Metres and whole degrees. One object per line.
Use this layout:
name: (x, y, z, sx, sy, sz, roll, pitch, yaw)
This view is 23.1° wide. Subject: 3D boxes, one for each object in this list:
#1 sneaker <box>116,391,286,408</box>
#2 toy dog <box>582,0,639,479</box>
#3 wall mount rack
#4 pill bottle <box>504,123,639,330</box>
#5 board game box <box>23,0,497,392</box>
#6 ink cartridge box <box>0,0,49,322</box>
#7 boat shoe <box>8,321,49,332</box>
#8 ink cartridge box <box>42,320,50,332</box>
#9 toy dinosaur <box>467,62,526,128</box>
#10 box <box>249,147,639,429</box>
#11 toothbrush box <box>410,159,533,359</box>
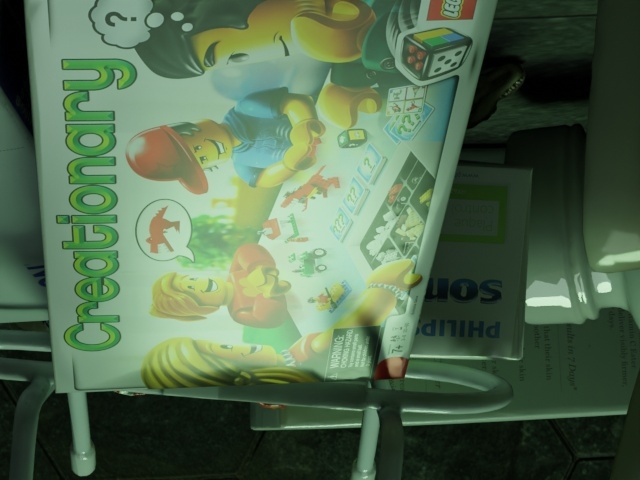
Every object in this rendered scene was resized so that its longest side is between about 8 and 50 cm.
sneaker: (-0.070, 0.073, 1.084, 0.175, 0.064, 0.067, 8, -155, -9)
toy dog: (0.318, 0.022, 0.591, 0.408, 0.395, 0.284, 3, 167, 22)
wall mount rack: (-0.065, 0.124, 0.979, 0.350, 0.130, 0.304, 5, -176, -1)
pill bottle: (0.283, -0.022, 0.991, 0.318, 0.176, 0.176, -5, 172, 17)
board game box: (-0.036, -0.031, 0.743, 0.193, 0.053, 0.305, -2, 143, -7)
ink cartridge box: (-0.290, -0.025, 0.877, 0.330, 0.071, 0.324, -5, 158, 6)
boat shoe: (-0.201, 0.035, 1.518, 0.096, 0.117, 0.324, 6, 163, -37)
ink cartridge box: (-0.190, 0.018, 1.232, 0.224, 0.045, 0.223, 3, -157, -30)
toy dinosaur: (-0.004, -0.080, 0.901, 0.268, 0.064, 0.118, 1, 179, -8)
box: (0.117, 0.041, 1.282, 0.345, 0.215, 0.168, -1, 173, -11)
toothbrush box: (0.000, 0.000, 1.024, 0.206, 0.122, 0.283, 2, -175, -8)
